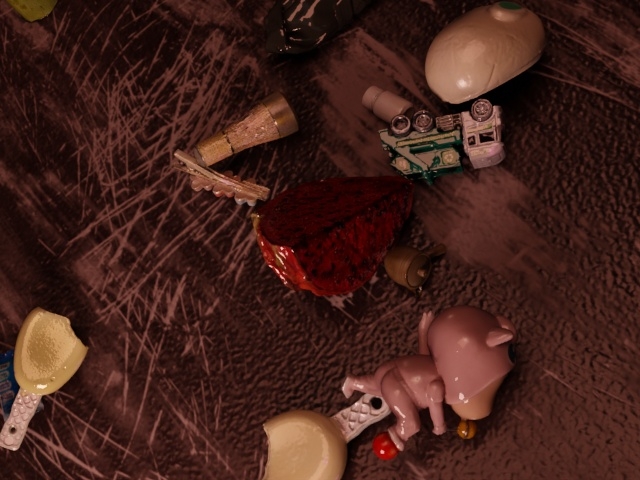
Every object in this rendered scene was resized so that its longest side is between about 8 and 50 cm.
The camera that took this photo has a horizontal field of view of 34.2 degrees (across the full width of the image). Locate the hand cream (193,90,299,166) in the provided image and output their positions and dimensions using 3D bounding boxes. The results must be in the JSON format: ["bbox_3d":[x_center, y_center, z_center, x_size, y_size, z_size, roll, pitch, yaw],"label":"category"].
[{"bbox_3d":[-0.141,-0.195,1.924,0.203,0.084,0.084,-30,62,-9],"label":"hand cream"}]

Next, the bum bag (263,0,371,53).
[{"bbox_3d":[0.014,-0.473,2.020,0.326,0.079,0.142,-40,70,-6],"label":"bum bag"}]

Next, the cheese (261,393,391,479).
[{"bbox_3d":[0.007,0.343,1.681,0.249,0.071,0.163,-17,64,9],"label":"cheese"}]

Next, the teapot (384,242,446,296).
[{"bbox_3d":[0.166,0.041,1.775,0.110,0.085,0.080,-34,41,-31],"label":"teapot"}]

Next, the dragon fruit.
[{"bbox_3d":[0.000,0.000,1.792,0.205,0.152,0.317,17,35,43],"label":"dragon fruit"}]

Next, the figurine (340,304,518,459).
[{"bbox_3d":[0.186,0.220,1.638,0.287,0.176,0.186,-31,103,-3],"label":"figurine"}]

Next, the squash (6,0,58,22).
[{"bbox_3d":[-0.641,-0.544,2.186,0.095,0.188,0.095,-6,69,16],"label":"squash"}]

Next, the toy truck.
[{"bbox_3d":[0.217,-0.164,1.814,0.216,0.110,0.116,-9,79,12],"label":"toy truck"}]

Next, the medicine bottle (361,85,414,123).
[{"bbox_3d":[0.123,-0.244,1.900,0.089,0.052,0.052,32,80,26],"label":"medicine bottle"}]

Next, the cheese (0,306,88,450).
[{"bbox_3d":[-0.507,0.251,1.867,0.127,0.050,0.255,19,71,-4],"label":"cheese"}]

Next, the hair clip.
[{"bbox_3d":[-0.186,-0.109,1.943,0.214,0.056,0.062,25,61,16],"label":"hair clip"}]

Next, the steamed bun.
[{"bbox_3d":[0.282,-0.338,1.814,0.228,0.177,0.130,-32,106,-12],"label":"steamed bun"}]

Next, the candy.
[{"bbox_3d":[-0.553,0.265,1.904,0.088,0.038,0.136,-20,73,12],"label":"candy"}]
